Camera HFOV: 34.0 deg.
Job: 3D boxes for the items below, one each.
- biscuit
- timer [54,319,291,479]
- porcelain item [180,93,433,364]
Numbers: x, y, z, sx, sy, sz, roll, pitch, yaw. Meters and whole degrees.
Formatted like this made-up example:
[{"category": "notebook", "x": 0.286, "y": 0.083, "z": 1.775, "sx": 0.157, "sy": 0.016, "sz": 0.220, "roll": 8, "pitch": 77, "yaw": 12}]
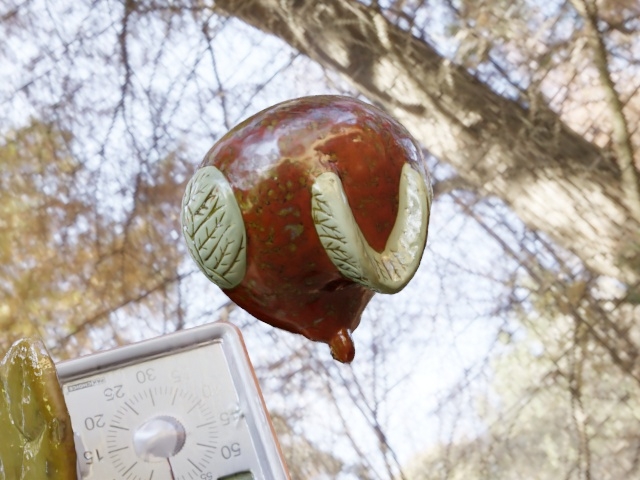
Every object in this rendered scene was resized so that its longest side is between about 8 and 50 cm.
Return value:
[{"category": "biscuit", "x": -0.324, "y": 0.226, "z": 1.163, "sx": 0.041, "sy": 0.203, "sz": 0.260, "roll": -7, "pitch": -65, "yaw": -35}, {"category": "timer", "x": -0.187, "y": 0.259, "z": 1.266, "sx": 0.257, "sy": 0.250, "sz": 0.161, "roll": -14, "pitch": -47, "yaw": -14}, {"category": "porcelain item", "x": 0.000, "y": 0.000, "z": 0.964, "sx": 0.253, "sy": 0.253, "sz": 0.253, "roll": -21, "pitch": -44, "yaw": -22}]
